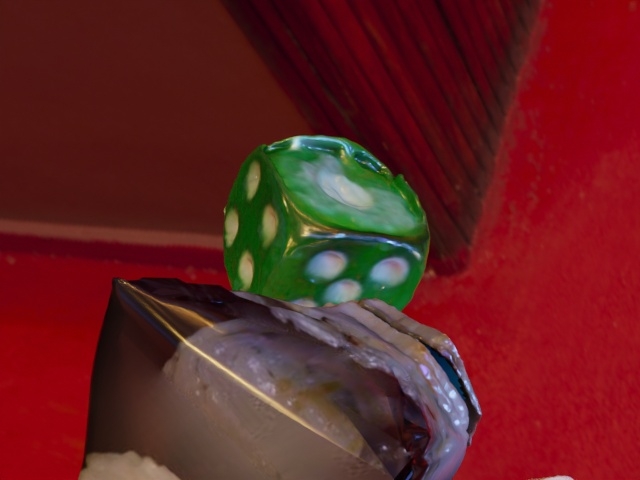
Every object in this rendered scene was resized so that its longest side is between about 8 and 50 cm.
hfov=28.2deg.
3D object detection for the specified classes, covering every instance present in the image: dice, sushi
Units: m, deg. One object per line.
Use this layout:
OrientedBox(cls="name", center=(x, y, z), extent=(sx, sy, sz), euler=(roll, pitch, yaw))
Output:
OrientedBox(cls="dice", center=(0.000, 0.000, 0.996), extent=(0.120, 0.131, 0.128), euler=(-63, 34, 35))
OrientedBox(cls="sushi", center=(-0.032, 0.124, 0.557), extent=(0.134, 0.273, 0.109), euler=(38, 40, 20))

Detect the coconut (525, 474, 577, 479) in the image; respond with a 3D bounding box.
OrientedBox(cls="coconut", center=(0.203, 0.377, 1.106), extent=(0.297, 0.297, 0.255), euler=(48, 122, 33))
